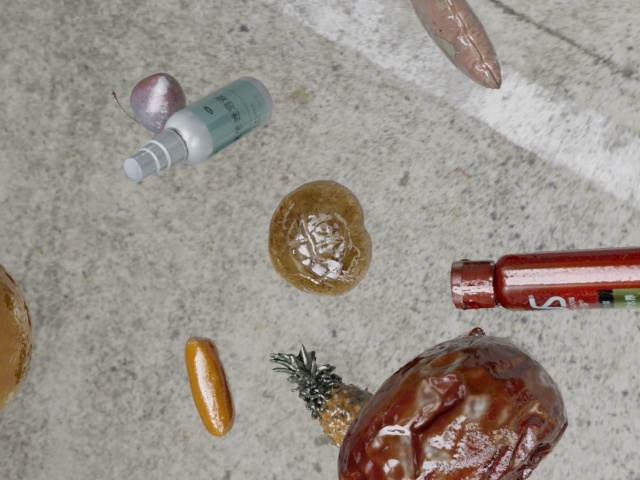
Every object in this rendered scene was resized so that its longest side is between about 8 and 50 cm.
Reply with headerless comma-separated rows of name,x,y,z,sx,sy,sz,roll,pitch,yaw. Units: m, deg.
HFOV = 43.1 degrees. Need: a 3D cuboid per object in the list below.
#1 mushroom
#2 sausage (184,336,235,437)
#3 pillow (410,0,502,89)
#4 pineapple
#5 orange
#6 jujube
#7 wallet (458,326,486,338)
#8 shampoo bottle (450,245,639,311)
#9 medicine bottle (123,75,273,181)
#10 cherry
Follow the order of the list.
mushroom,0.000,0.000,1.892,0.278,0.146,0.278,2,96,21
sausage,-0.249,0.331,1.827,0.098,0.098,0.238,-12,93,27
pillow,0.242,-0.379,1.453,0.084,0.223,0.236,-35,110,7
pineapple,0.020,0.371,1.888,0.340,0.169,0.169,35,116,21
orange,-0.299,0.078,0.643,0.156,0.124,0.156,1,93,26
jujube,0.212,0.319,1.323,0.377,0.276,0.276,-45,83,0
wallet,0.300,0.254,1.691,0.045,0.204,0.142,17,83,6
shampoo bottle,0.335,0.054,1.086,0.314,0.118,0.076,-4,70,21
medicine bottle,-0.235,-0.209,1.560,0.110,0.352,0.110,21,130,28
cherry,-0.370,-0.320,1.755,0.115,0.148,0.188,-38,76,-15
